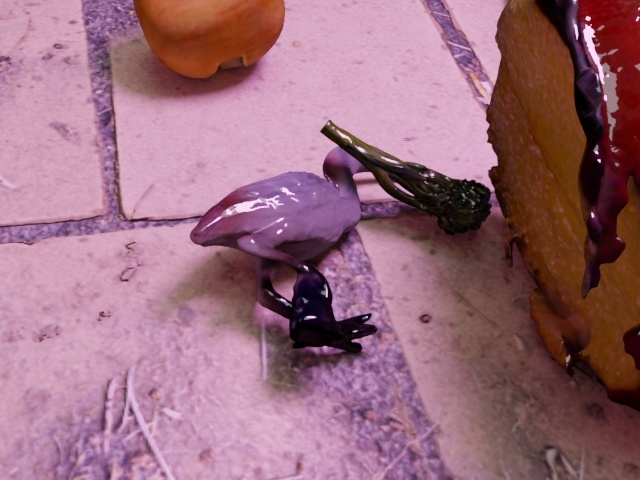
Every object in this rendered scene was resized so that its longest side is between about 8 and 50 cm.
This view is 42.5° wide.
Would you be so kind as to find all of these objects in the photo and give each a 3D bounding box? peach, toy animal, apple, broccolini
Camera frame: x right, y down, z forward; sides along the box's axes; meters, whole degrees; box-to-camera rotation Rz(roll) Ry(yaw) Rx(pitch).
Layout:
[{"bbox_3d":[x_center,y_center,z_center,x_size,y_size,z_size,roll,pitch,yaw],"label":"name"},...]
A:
[{"bbox_3d":[0.304,-0.060,0.730,0.416,0.339,0.353,42,75,8],"label":"peach"},{"bbox_3d":[-0.016,-0.019,0.836,0.195,0.090,0.324,31,39,-11],"label":"toy animal"},{"bbox_3d":[-0.139,-0.290,1.025,0.199,0.199,0.199,4,45,-4],"label":"apple"},{"bbox_3d":[0.087,-0.063,0.883,0.202,0.068,0.091,23,15,0],"label":"broccolini"}]
